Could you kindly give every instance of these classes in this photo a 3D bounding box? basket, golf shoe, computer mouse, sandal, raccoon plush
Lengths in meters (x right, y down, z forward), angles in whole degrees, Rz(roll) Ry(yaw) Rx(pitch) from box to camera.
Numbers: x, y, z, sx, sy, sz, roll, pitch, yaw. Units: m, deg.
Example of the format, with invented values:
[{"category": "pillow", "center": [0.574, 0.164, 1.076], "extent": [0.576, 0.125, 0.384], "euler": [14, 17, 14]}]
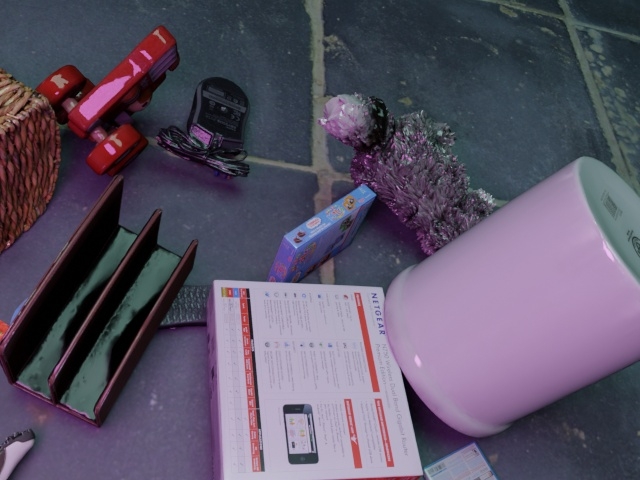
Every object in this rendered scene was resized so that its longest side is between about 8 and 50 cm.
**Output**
[{"category": "basket", "center": [-0.560, -0.148, 1.090], "extent": [0.223, 0.299, 0.214], "euler": [29, 51, 2]}, {"category": "golf shoe", "center": [-0.451, 0.347, 0.931], "extent": [0.094, 0.077, 0.198], "euler": [45, 57, -3]}, {"category": "computer mouse", "center": [-0.221, -0.230, 1.402], "extent": [0.188, 0.072, 0.272], "euler": [23, 43, -15]}, {"category": "sandal", "center": [-0.253, 0.114, 1.179], "extent": [0.254, 0.054, 0.097], "euler": [10, 60, -24]}, {"category": "raccoon plush", "center": [0.175, -0.078, 1.313], "extent": [0.446, 0.216, 0.299], "euler": [0, 50, -51]}]

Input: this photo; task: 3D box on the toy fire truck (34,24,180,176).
[{"category": "toy fire truck", "center": [-0.347, -0.259, 1.232], "extent": [0.254, 0.302, 0.169], "euler": [-43, 100, -3]}]

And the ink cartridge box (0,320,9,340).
[{"category": "ink cartridge box", "center": [-0.577, 0.154, 1.033], "extent": [0.145, 0.045, 0.179], "euler": [32, 54, 4]}]

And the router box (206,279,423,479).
[{"category": "router box", "center": [-0.022, 0.228, 1.094], "extent": [0.300, 0.082, 0.336], "euler": [4, 52, -17]}]

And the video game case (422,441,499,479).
[{"category": "video game case", "center": [0.256, 0.432, 1.148], "extent": [0.119, 0.015, 0.166], "euler": [-16, 62, -29]}]

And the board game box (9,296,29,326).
[{"category": "board game box", "center": [-0.405, 0.151, 1.105], "extent": [0.168, 0.033, 0.133], "euler": [30, 47, -4]}]

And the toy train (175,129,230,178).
[{"category": "toy train", "center": [-0.240, -0.172, 1.396], "extent": [0.158, 0.027, 0.036], "euler": [33, 55, 6]}]

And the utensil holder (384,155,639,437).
[{"category": "utensil holder", "center": [0.353, 0.098, 1.125], "extent": [0.327, 0.385, 0.328], "euler": [29, 41, -29]}]

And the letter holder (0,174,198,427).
[{"category": "letter holder", "center": [-0.309, 0.085, 1.005], "extent": [0.152, 0.214, 0.302], "euler": [28, 61, -4]}]

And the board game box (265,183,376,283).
[{"category": "board game box", "center": [0.000, 0.000, 1.273], "extent": [0.039, 0.160, 0.211], "euler": [44, 53, 15]}]
